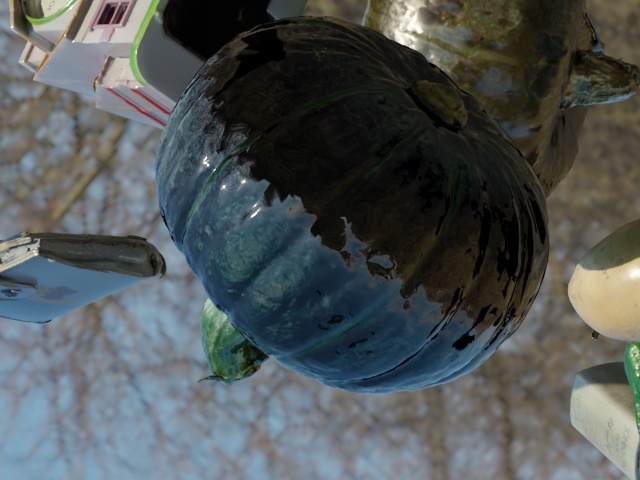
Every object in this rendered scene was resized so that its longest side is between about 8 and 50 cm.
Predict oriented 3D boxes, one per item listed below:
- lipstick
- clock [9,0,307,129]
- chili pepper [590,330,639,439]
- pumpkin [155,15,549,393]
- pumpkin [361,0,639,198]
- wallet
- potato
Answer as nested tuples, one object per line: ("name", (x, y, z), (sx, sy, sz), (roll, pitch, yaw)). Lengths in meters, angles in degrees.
("lipstick", (0.350, 0.212, 1.915), (0.077, 0.079, 0.253), (-8, -155, -21))
("clock", (-0.167, -0.225, 1.718), (0.166, 0.235, 0.309), (33, 164, -35))
("chili pepper", (0.332, 0.180, 1.743), (0.074, 0.100, 0.257), (33, -139, -53))
("pumpkin", (0.000, 0.000, 1.130), (0.248, 0.248, 0.248), (39, -169, -9))
("pumpkin", (0.146, -0.114, 1.619), (0.242, 0.232, 0.325), (8, 163, 16))
("wallet", (-0.281, 0.028, 1.877), (0.170, 0.231, 0.069), (12, -110, -37))
("potato", (0.287, 0.041, 1.671), (0.112, 0.112, 0.147), (38, 157, -16))
